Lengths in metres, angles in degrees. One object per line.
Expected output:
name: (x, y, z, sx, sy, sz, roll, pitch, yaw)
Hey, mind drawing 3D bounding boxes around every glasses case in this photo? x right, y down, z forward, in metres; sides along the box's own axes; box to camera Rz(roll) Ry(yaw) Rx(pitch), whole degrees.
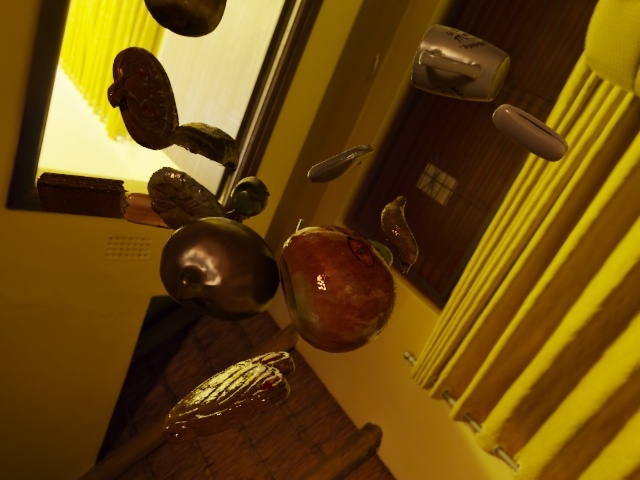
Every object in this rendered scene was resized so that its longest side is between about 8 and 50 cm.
glasses case: (0.607, -0.312, 1.406, 0.233, 0.059, 0.092, 38, 166, 15)

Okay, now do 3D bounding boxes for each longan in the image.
longan: (-0.243, 0.072, 1.179, 0.299, 0.244, 0.300, 11, -163, -3)

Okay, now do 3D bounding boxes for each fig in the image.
fig: (-0.284, -0.544, 1.072, 0.167, 0.167, 0.234, 23, -141, -5)

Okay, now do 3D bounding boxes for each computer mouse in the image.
computer mouse: (0.095, -0.342, 2.223, 0.197, 0.330, 0.095, -28, -84, -63)

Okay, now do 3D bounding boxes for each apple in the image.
apple: (0.044, 0.108, 1.152, 0.249, 0.277, 0.310, -13, -104, -16)

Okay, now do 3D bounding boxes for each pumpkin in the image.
pumpkin: (-0.333, -0.299, 1.537, 0.278, 0.111, 0.163, 24, -172, -39)

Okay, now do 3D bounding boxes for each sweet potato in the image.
sweet potato: (0.263, -0.037, 1.644, 0.124, 0.097, 0.310, 29, -135, -45)

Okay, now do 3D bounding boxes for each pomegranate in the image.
pomegranate: (-0.265, -0.133, 1.740, 0.131, 0.191, 0.152, 30, -156, -9)

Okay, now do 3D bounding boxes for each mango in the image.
mango: (0.157, 0.077, 1.833, 0.293, 0.143, 0.175, -16, -116, -39)

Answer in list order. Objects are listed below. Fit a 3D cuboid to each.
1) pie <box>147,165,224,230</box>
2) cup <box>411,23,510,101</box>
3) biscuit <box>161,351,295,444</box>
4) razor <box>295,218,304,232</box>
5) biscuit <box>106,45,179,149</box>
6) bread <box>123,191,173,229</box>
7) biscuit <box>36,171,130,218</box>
pie: (-0.465, -0.123, 1.670, 0.306, 0.306, 0.071, 26, -130, 1)
cup: (0.390, -0.495, 1.379, 0.234, 0.187, 0.258, 29, -151, 26)
biscuit: (-0.228, 0.400, 1.270, 0.359, 0.380, 0.074, -35, -81, -51)
razor: (0.000, 0.000, 2.124, 0.231, 0.106, 0.068, 22, 164, -3)
biscuit: (-0.668, -0.545, 1.858, 0.070, 0.395, 0.350, -10, -170, 22)
bread: (-0.625, -0.116, 1.938, 0.304, 0.142, 0.091, 11, -155, -6)
biscuit: (-0.713, -0.136, 1.466, 0.251, 0.106, 0.070, 6, -142, -13)
